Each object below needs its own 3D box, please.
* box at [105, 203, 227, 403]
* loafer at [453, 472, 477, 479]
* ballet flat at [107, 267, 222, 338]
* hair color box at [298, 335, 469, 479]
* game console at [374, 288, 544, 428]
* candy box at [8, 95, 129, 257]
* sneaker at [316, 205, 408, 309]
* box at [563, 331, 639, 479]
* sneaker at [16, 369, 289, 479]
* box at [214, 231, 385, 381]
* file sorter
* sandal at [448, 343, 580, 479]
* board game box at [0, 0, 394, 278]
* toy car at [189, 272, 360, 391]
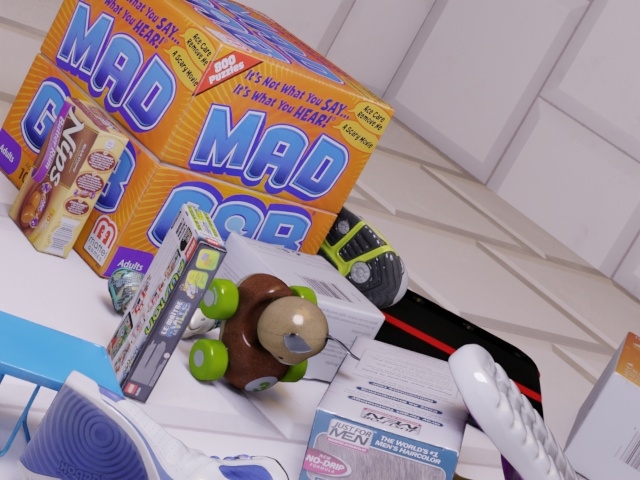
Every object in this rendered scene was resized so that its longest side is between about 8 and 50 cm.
[{"bbox_3d":[-0.179,0.072,1.807,0.036,0.207,0.114,23,16,-24],"label":"box"},{"bbox_3d":[0.190,0.319,1.987,0.148,0.050,0.056,39,16,34],"label":"loafer"},{"bbox_3d":[-0.193,0.094,2.040,0.188,0.070,0.070,19,17,-30],"label":"ballet flat"},{"bbox_3d":[0.090,0.227,1.941,0.173,0.105,0.347,16,12,6],"label":"hair color box"},{"bbox_3d":[0.176,0.183,2.472,0.386,0.060,0.342,27,20,-3],"label":"game console"},{"bbox_3d":[-0.336,-0.084,2.096,0.053,0.187,0.109,16,19,-41],"label":"candy box"},{"bbox_3d":[0.000,0.000,2.469,0.384,0.145,0.147,27,9,38],"label":"sneaker"},{"bbox_3d":[0.528,0.296,2.506,0.215,0.168,0.345,31,13,8],"label":"box"},{"bbox_3d":[-0.128,0.248,1.493,0.315,0.127,0.182,36,10,1],"label":"sneaker"},{"bbox_3d":[-0.043,0.095,2.184,0.181,0.119,0.182,17,18,-41],"label":"box"},{"bbox_3d":[-0.295,0.145,1.524,0.170,0.104,0.118,22,16,-26],"label":"file sorter"},{"bbox_3d":[0.253,0.301,1.901,0.416,0.102,0.169,57,14,-16],"label":"sandal"},{"bbox_3d":[-0.192,-0.156,2.291,0.356,0.356,0.356,15,19,-46],"label":"board game box"},{"bbox_3d":[-0.041,0.125,1.926,0.155,0.149,0.188,6,6,-39],"label":"toy car"}]
